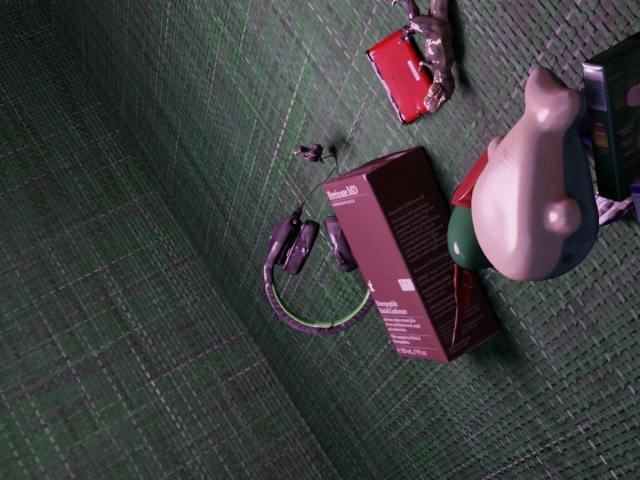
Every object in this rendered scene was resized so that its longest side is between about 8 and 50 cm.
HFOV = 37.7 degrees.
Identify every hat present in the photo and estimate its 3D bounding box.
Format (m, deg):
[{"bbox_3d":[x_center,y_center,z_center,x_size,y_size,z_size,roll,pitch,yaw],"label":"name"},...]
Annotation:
[{"bbox_3d":[0.223,0.021,1.575,0.208,0.183,0.173,40,148,41],"label":"hat"}]

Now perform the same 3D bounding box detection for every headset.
[{"bbox_3d":[0.000,0.000,1.954,0.185,0.243,0.394,-3,-90,-88],"label":"headset"}]

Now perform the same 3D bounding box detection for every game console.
[{"bbox_3d":[0.145,-0.280,1.625,0.124,0.085,0.144,-27,92,36],"label":"game console"}]

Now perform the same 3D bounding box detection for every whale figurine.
[{"bbox_3d":[0.293,-0.079,1.190,0.216,0.141,0.272,-121,34,-55],"label":"whale figurine"}]

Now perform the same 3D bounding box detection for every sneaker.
[{"bbox_3d":[0.405,-0.061,1.292,0.058,0.052,0.135,66,151,16],"label":"sneaker"}]

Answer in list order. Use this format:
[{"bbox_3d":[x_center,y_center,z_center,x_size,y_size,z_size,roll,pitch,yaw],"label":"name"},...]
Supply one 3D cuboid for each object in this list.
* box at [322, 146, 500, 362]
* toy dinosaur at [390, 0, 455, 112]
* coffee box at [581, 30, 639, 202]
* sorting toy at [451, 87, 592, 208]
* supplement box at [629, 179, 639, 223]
[{"bbox_3d":[0.169,0.031,1.764,0.191,0.143,0.381,-9,106,66],"label":"box"},{"bbox_3d":[0.164,-0.338,1.467,0.118,0.064,0.268,31,140,40],"label":"toy dinosaur"},{"bbox_3d":[0.380,-0.151,1.151,0.040,0.113,0.184,25,139,53],"label":"coffee box"},{"bbox_3d":[0.327,-0.101,1.367,0.126,0.127,0.365,37,158,-6],"label":"sorting toy"},{"bbox_3d":[0.476,0.012,1.131,0.114,0.111,0.220,9,123,62],"label":"supplement box"}]
